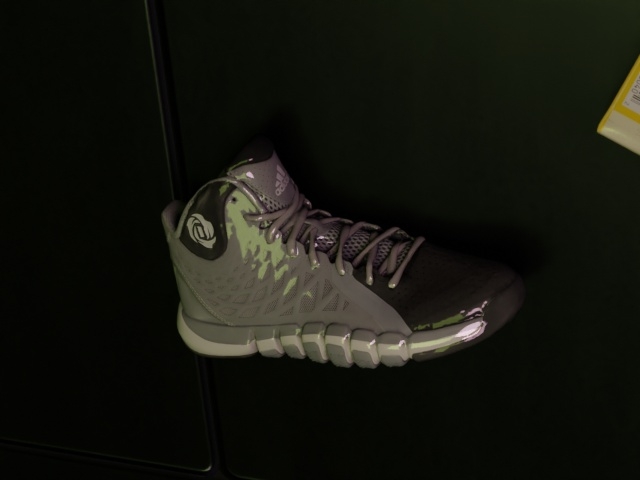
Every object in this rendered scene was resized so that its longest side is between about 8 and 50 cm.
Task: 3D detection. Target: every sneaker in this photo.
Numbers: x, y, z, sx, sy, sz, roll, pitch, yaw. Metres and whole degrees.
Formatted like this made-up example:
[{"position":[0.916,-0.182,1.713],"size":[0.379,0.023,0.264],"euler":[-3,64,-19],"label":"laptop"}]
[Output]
[{"position":[0.000,0.000,1.039],"size":[0.228,0.086,0.132],"euler":[-4,114,27],"label":"sneaker"}]

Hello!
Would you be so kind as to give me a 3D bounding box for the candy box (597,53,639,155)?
[{"position":[0.231,-0.113,0.902],"size":[0.105,0.027,0.206],"euler":[28,126,4],"label":"candy box"}]
